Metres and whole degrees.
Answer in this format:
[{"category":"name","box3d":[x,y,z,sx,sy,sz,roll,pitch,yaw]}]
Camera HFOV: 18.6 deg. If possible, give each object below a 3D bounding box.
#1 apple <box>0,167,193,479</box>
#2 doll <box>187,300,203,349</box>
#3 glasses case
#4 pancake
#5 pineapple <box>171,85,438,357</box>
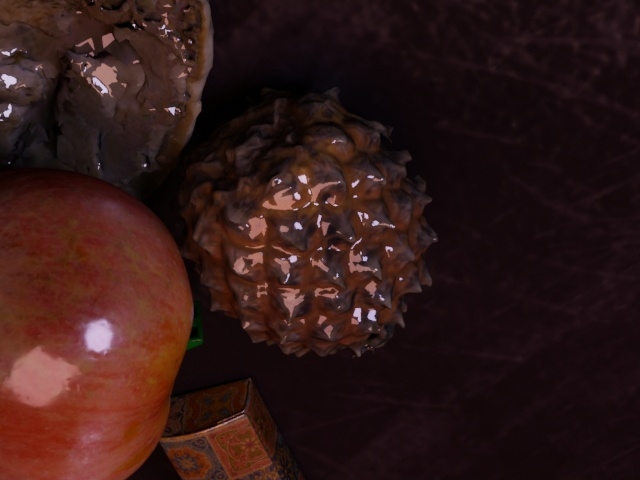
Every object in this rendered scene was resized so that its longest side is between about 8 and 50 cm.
[{"category":"apple","box3d":[-0.162,0.059,1.196,0.164,0.209,0.209,5,130,-13]},{"category":"doll","box3d":[-0.182,0.100,1.382,0.134,0.106,0.186,15,130,-24]},{"category":"glasses case","box3d":[-0.049,0.203,1.494,0.075,0.049,0.218,-14,127,15]},{"category":"pancake","box3d":[-0.247,-0.135,1.206,0.386,0.082,0.387,2,135,2]},{"category":"pineapple","box3d":[0.000,0.000,1.255,0.166,0.166,0.193,-19,126,18]}]
